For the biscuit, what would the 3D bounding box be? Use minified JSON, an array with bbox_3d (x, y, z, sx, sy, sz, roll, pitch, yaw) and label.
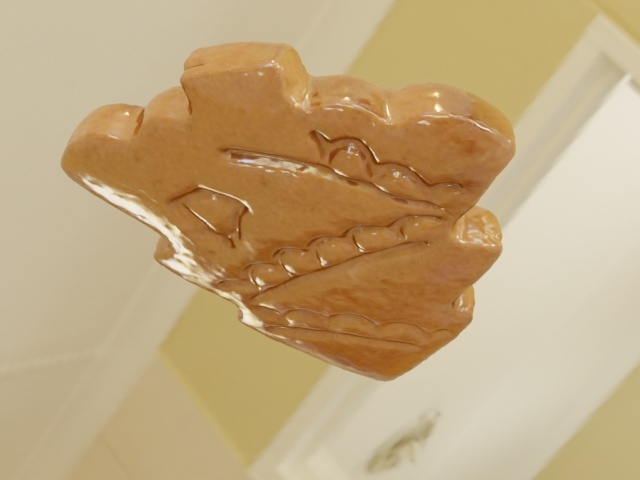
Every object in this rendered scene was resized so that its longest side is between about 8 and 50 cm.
[{"bbox_3d":[0.000,0.000,0.870,0.306,0.284,0.043,62,-147,-44],"label":"biscuit"}]
